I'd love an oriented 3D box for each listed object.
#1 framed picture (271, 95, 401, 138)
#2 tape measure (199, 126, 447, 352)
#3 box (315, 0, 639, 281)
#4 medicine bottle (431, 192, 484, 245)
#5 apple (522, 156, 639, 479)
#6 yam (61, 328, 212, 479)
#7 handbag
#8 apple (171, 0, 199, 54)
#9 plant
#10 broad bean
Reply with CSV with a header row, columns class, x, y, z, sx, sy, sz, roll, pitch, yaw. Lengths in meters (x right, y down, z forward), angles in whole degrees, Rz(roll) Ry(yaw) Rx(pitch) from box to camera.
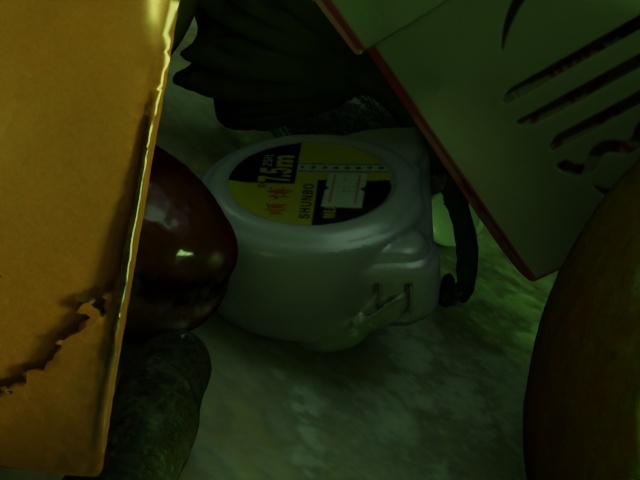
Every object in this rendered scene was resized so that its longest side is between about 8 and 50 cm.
class,x,y,z,sx,sy,sz,roll,pitch,yaw
framed picture,0.036,-0.129,1.197,0.183,0.011,0.142,-14,39,-16
tape measure,-0.003,-0.002,0.884,0.178,0.105,0.196,3,34,6
box,0.216,-0.209,0.944,0.300,0.314,0.312,53,28,-17
medicine bottle,0.095,-0.070,1.174,0.092,0.061,0.221,3,27,-3
apple,0.305,0.090,0.708,0.374,0.374,0.384,14,21,-21
yam,-0.103,0.126,0.628,0.061,0.061,0.274,24,24,-2
handbag,-0.270,-0.048,0.518,0.410,0.304,0.116,6,15,-25
apple,-0.205,-0.207,0.938,0.260,0.261,0.194,9,35,-28
plant,0.046,-0.146,1.037,0.333,0.251,0.180,32,43,19
broad bean,-0.158,-0.024,0.786,0.228,0.122,0.156,35,24,18
